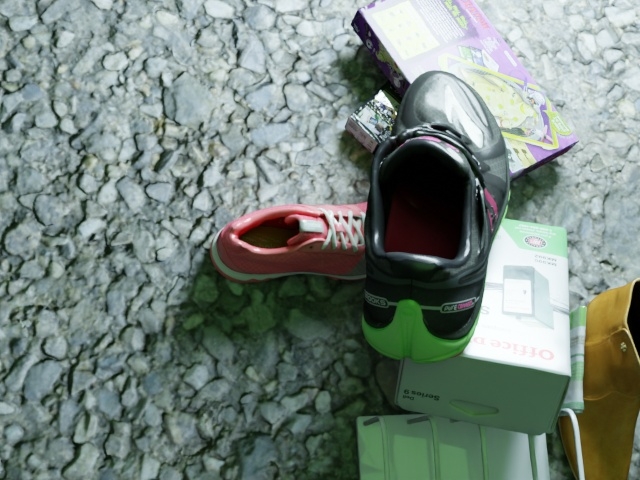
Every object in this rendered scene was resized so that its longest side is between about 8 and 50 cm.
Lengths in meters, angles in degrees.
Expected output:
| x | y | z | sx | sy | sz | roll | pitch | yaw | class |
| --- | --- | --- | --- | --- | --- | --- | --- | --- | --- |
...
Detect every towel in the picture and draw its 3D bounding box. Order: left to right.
| x | y | z | sx | sy | sz | roll | pitch | yaw | class |
| --- | --- | --- | --- | --- | --- | --- | --- | --- | --- |
| 0.358 | 0.179 | 1.325 | 0.023 | 0.113 | 0.152 | 12 | 73 | -9 | towel |

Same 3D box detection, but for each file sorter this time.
| x | y | z | sx | sy | sz | roll | pitch | yaw | class |
| --- | --- | --- | --- | --- | --- | --- | --- | --- | --- |
| 0.202 | 0.326 | 1.235 | 0.277 | 0.173 | 0.193 | -1 | 76 | -8 | file sorter |

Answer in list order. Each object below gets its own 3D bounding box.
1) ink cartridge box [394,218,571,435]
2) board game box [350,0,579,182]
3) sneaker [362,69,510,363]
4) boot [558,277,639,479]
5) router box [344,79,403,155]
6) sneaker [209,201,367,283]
| x | y | z | sx | sy | sz | roll | pitch | yaw | class |
| --- | --- | --- | --- | --- | --- | --- | --- | --- | --- |
| 0.224 | 0.100 | 1.240 | 0.211 | 0.122 | 0.289 | 9 | 41 | 5 | ink cartridge box |
| 0.223 | -0.247 | 1.422 | 0.208 | 0.056 | 0.347 | -27 | 76 | -23 | board game box |
| 0.157 | -0.073 | 1.164 | 0.185 | 0.202 | 0.483 | 4 | 46 | 7 | sneaker |
| 0.414 | 0.211 | 1.272 | 0.104 | 0.211 | 0.295 | 2 | 75 | -6 | boot |
| 0.148 | -0.166 | 1.424 | 0.179 | 0.046 | 0.133 | 44 | 73 | 5 | router box |
| 0.000 | 0.001 | 1.315 | 0.313 | 0.136 | 0.116 | -8 | 77 | -9 | sneaker |
